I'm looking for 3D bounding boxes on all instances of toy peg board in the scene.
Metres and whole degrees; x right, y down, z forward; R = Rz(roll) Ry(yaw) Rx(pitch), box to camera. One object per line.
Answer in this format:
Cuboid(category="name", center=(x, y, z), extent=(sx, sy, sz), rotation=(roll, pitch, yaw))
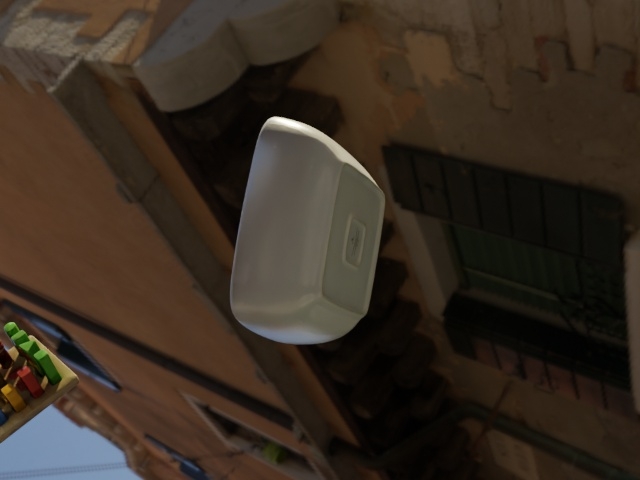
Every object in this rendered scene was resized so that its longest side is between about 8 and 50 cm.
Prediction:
Cuboid(category="toy peg board", center=(-0.513, 0.220, 1.343), extent=(0.160, 0.161, 0.079), rotation=(-39, -45, -27))

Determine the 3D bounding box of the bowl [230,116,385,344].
Cuboid(category="bowl", center=(0.000, 0.000, 0.551), extent=(0.142, 0.053, 0.142), rotation=(32, -113, -63))
